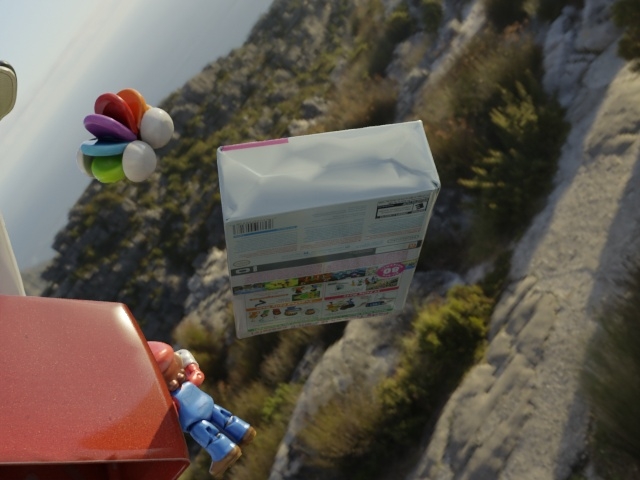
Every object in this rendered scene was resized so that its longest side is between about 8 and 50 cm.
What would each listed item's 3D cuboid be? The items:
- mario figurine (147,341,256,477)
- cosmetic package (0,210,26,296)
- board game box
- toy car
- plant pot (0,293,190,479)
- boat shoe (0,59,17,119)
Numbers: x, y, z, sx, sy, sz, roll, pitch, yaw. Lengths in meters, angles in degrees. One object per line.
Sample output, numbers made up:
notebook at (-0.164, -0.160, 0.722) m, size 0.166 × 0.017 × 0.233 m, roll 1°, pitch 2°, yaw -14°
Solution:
mario figurine at (-0.296, 0.345, 1.768) m, size 0.170 × 0.320 × 0.198 m, roll -46°, pitch -2°, yaw 2°
cosmetic package at (-0.708, 0.021, 1.213) m, size 0.329 × 0.328 × 0.393 m, roll -3°, pitch 16°, yaw 41°
board game box at (0.000, 0.000, 0.988) m, size 0.303 × 0.224 × 0.098 m, roll 96°, pitch 164°, yaw -60°
toy car at (-0.372, -0.197, 1.551) m, size 0.159 × 0.136 × 0.182 m, roll 8°, pitch 62°, yaw 27°
plant pot at (-0.339, 0.216, 1.052) m, size 0.267 × 0.267 × 0.236 m, roll -53°, pitch 40°, yaw 43°
boat shoe at (-0.549, -0.230, 1.383) m, size 0.233 × 0.084 × 0.079 m, roll -39°, pitch 51°, yaw 50°
